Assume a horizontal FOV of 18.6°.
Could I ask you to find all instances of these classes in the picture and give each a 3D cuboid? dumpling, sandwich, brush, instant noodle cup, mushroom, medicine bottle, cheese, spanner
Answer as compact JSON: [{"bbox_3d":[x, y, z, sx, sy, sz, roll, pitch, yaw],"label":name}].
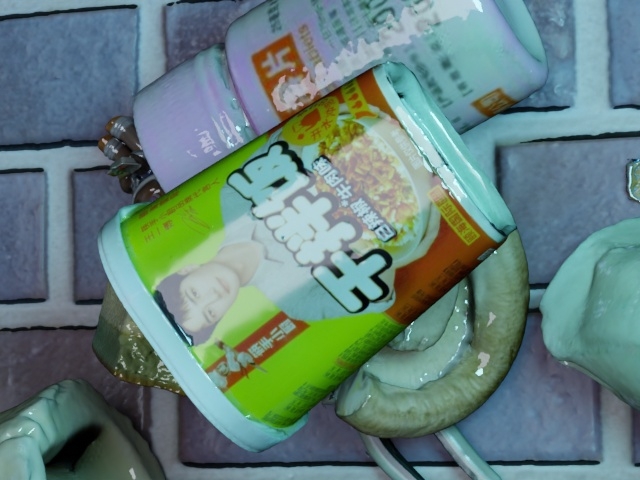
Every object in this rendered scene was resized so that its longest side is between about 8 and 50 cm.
[{"bbox_3d":[0.381,0.101,1.861,0.321,0.270,0.212,31,121,-4],"label":"dumpling"},{"bbox_3d":[-0.174,0.096,2.069,0.220,0.186,0.108,16,89,22],"label":"sandwich"},{"bbox_3d":[0.387,-0.062,1.958,0.164,0.014,0.051,-2,86,20],"label":"brush"},{"bbox_3d":[0.000,0.000,1.817,0.308,0.294,0.294,-36,74,13],"label":"instant noodle cup"},{"bbox_3d":[0.135,0.081,1.978,0.151,0.156,0.285,28,87,-13],"label":"mushroom"},{"bbox_3d":[0.018,-0.163,1.996,0.388,0.219,0.219,-28,77,16],"label":"medicine bottle"},{"bbox_3d":[-0.278,0.305,2.012,0.153,0.332,0.292,-26,88,17],"label":"cheese"},{"bbox_3d":[0.058,0.166,2.051,0.095,0.040,0.325,-44,74,12],"label":"spanner"}]

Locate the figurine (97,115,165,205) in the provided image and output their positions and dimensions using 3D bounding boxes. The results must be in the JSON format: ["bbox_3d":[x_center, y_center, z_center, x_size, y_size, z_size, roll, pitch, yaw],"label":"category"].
[{"bbox_3d":[-0.182,-0.052,2.131,0.197,0.093,0.147,43,129,21],"label":"figurine"}]
